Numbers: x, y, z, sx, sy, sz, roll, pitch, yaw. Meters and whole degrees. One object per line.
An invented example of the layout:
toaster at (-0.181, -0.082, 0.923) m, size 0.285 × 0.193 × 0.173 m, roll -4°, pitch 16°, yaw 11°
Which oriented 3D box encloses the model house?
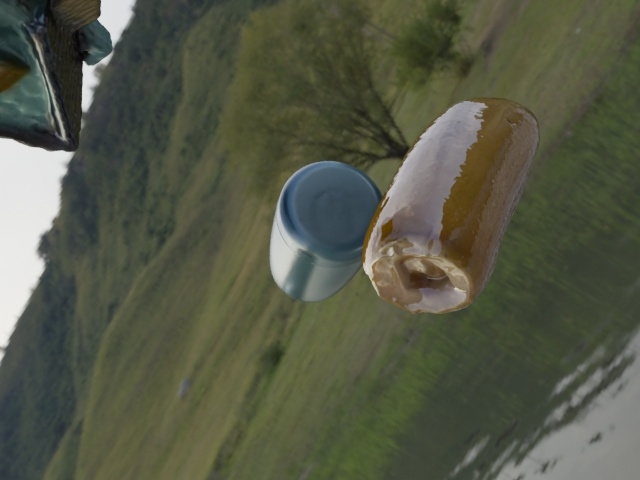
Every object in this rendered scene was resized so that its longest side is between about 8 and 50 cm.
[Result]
model house at (-0.295, -0.232, 0.883) m, size 0.230 × 0.248 × 0.281 m, roll -31°, pitch 46°, yaw 21°

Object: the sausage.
sausage at (0.148, -0.066, 0.913) m, size 0.354 × 0.134 × 0.116 m, roll -59°, pitch -44°, yaw -48°

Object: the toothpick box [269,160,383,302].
toothpick box at (0.000, 0.000, 1.012) m, size 0.120 × 0.120 × 0.184 m, roll -59°, pitch -4°, yaw -27°
